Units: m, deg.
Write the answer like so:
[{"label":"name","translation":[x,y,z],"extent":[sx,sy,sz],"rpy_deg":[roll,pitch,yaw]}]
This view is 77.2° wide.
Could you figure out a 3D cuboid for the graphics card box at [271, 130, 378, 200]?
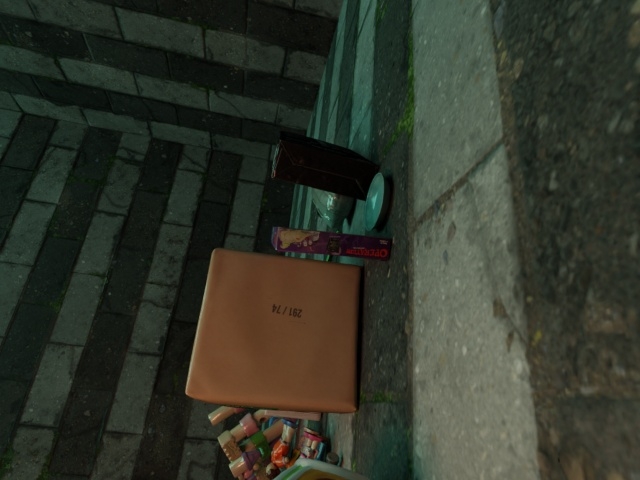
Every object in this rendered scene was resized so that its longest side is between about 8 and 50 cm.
[{"label":"graphics card box","translation":[-0.005,-0.208,1.048],"extent":[0.371,0.233,0.094],"rpy_deg":[-110,35,-71]}]

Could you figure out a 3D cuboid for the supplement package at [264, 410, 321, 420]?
[{"label":"supplement package","translation":[-0.070,0.358,1.116],"extent":[0.194,0.150,0.202],"rpy_deg":[157,122,-80]}]

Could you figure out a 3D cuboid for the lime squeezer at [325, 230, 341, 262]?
[{"label":"lime squeezer","translation":[0.013,0.126,1.148],"extent":[0.110,0.059,0.310],"rpy_deg":[116,162,-63]}]

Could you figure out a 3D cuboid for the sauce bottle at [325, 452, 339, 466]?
[{"label":"sauce bottle","translation":[0.012,0.490,0.806],"extent":[0.042,0.042,0.128],"rpy_deg":[-120,38,-76]}]

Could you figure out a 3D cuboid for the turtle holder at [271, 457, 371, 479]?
[{"label":"turtle holder","translation":[0.002,0.417,0.480],"extent":[0.320,0.244,0.227],"rpy_deg":[58,-142,-36]}]

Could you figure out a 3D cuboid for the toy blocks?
[{"label":"toy blocks","translation":[-0.161,0.661,1.304],"extent":[0.309,0.260,0.288],"rpy_deg":[29,141,56]}]

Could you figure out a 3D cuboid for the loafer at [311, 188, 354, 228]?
[{"label":"loafer","translation":[0.019,-0.121,1.197],"extent":[0.319,0.112,0.111],"rpy_deg":[-110,39,-72]}]

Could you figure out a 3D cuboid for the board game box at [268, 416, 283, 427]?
[{"label":"board game box","translation":[-0.150,0.596,1.653],"extent":[0.242,0.064,0.316],"rpy_deg":[-90,13,-46]}]

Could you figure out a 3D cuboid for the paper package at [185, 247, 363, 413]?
[{"label":"paper package","translation":[-0.088,0.194,0.851],"extent":[0.168,0.325,0.309],"rpy_deg":[115,161,-62]}]

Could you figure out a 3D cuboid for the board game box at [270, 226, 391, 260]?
[{"label":"board game box","translation":[0.000,0.000,0.874],"extent":[0.347,0.209,0.056],"rpy_deg":[-164,84,-82]}]

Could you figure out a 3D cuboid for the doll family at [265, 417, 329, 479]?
[{"label":"doll family","translation":[-0.038,0.528,0.925],"extent":[0.263,0.119,0.163],"rpy_deg":[-33,34,65]}]

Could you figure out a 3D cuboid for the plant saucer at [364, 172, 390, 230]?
[{"label":"plant saucer","translation":[0.117,-0.077,0.812],"extent":[0.119,0.022,0.119],"rpy_deg":[-171,90,-81]}]
